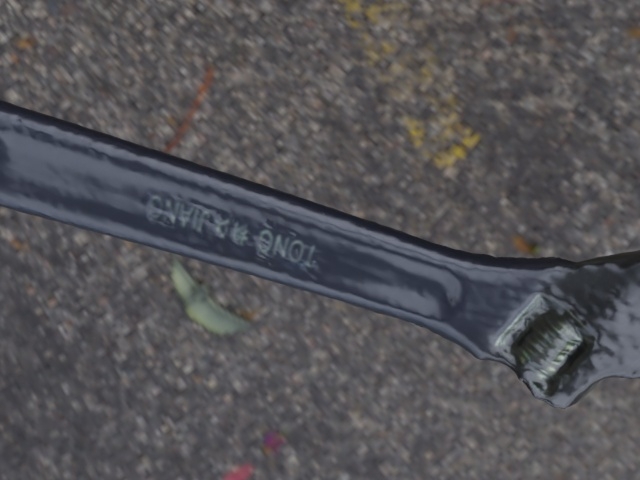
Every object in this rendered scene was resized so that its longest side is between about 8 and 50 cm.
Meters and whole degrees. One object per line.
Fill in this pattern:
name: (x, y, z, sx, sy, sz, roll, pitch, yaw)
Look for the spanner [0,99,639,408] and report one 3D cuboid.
spanner: (0.000, 0.000, 0.390, 0.208, 0.012, 0.046, 17, 116, 10)
